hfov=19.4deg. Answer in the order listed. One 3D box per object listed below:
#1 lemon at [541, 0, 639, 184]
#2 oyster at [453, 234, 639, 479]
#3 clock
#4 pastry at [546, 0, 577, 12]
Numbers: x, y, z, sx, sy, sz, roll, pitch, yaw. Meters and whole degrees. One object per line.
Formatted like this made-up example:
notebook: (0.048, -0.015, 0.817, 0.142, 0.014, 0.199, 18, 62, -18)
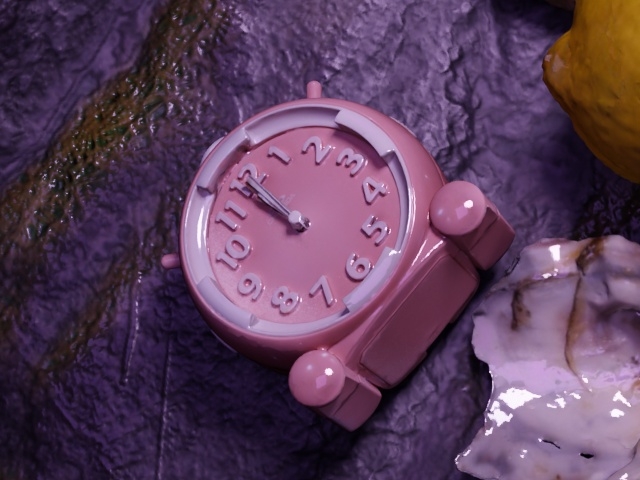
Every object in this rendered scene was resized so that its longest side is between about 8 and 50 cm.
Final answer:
lemon: (0.317, -0.146, 1.414, 0.263, 0.236, 0.235, -6, 78, 38)
oyster: (0.245, 0.096, 1.452, 0.271, 0.100, 0.275, 28, 99, 17)
clock: (0.000, 0.000, 1.507, 0.241, 0.142, 0.227, 39, 89, 25)
pastry: (0.218, -0.286, 1.527, 0.192, 0.093, 0.182, -30, 78, 4)
